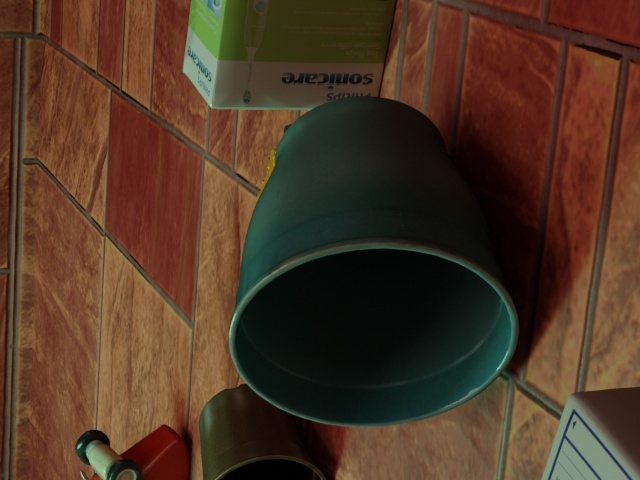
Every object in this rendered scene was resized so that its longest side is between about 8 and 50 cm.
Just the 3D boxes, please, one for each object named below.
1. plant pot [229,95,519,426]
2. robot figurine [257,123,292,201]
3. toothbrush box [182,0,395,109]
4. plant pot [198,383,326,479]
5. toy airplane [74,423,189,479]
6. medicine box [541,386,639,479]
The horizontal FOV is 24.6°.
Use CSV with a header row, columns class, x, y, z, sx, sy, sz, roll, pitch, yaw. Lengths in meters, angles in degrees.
class,x,y,z,sx,sy,sz,roll,pitch,yaw
plant pot,0.048,0.003,1.462,0.272,0.271,0.255,113,163,-44
robot figurine,0.000,0.000,1.769,0.211,0.085,0.291,111,147,-43
toothbrush box,-0.027,-0.298,1.656,0.122,0.206,0.283,-130,43,-55
plant pot,-0.087,0.286,1.918,0.165,0.167,0.167,-110,28,-53
toy airplane,-0.354,0.531,2.418,0.384,0.272,0.386,-27,47,31
medicine box,0.267,0.294,1.067,0.263,0.149,0.289,-125,39,-52
